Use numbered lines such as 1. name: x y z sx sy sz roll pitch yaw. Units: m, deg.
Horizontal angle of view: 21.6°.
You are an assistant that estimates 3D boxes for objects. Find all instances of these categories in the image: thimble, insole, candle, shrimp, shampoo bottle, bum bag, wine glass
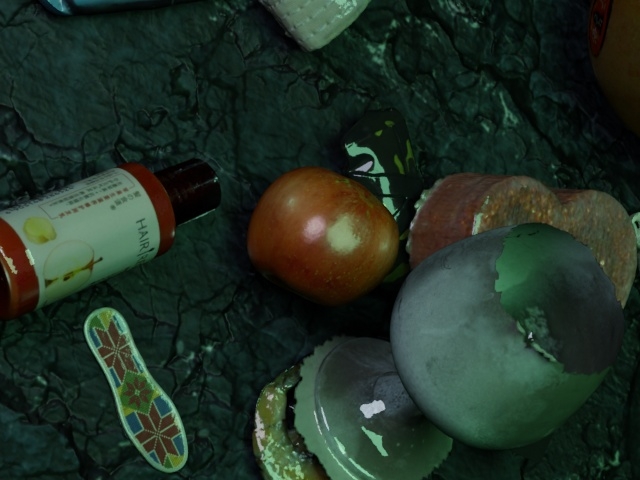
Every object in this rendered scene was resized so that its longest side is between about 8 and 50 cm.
1. thimble: -0.001 -0.279 1.909 0.115 0.102 0.090 -43 109 -1
2. insole: -0.193 0.158 1.760 0.065 0.006 0.193 -31 101 -34
3. candle: 0.243 0.061 1.978 0.317 0.131 0.287 12 87 -42
4. shrimp: 0.010 0.199 1.873 0.217 0.051 0.150 -30 92 -35
5. shampoo bottle: -0.223 -0.015 1.707 0.278 0.104 0.104 -25 97 -35
6. bum bag: 0.081 -0.038 1.950 0.106 0.060 0.232 -16 92 -37
7. wine glass: 0.152 0.125 1.772 0.238 0.323 0.238 21 49 -26

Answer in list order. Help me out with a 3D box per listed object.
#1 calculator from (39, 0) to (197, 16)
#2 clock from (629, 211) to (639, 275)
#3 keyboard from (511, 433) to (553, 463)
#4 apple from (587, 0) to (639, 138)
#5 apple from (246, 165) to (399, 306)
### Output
1. calculator: -0.201 -0.333 1.807 0.293 0.051 0.173 -13 89 -36
2. clock: 0.496 0.026 2.228 0.229 0.063 0.156 33 66 -28
3. keyboard: 0.276 0.163 1.958 0.074 0.015 0.196 32 82 -53
4. apple: 0.508 -0.249 2.108 0.338 0.305 0.338 -4 110 -11
5. apple: 0.000 0.000 1.830 0.163 0.163 0.139 42 71 -22
